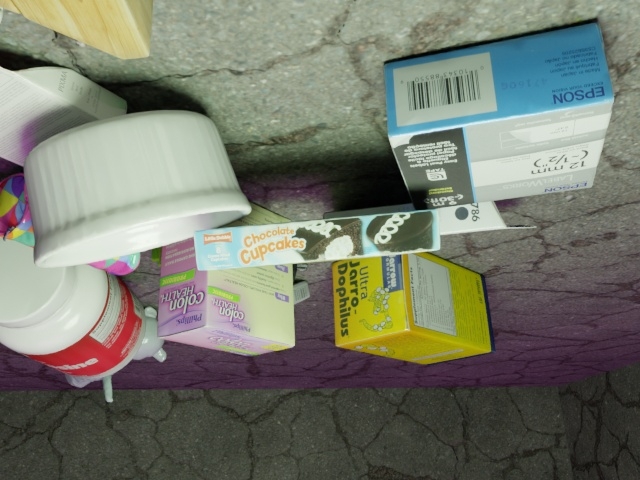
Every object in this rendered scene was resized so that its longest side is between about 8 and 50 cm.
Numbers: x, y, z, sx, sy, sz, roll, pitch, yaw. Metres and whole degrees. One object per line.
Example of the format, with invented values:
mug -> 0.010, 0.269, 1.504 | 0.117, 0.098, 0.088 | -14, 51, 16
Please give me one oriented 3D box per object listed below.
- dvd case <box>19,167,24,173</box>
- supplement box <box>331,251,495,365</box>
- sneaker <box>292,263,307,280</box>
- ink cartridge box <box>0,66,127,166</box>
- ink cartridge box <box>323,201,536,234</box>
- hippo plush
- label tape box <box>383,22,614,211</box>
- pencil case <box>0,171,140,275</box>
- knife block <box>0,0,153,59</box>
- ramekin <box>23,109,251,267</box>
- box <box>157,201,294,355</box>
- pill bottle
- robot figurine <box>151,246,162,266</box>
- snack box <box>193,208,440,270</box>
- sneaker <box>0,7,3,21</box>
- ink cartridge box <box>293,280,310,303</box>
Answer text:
dvd case -> -0.385, -0.046, 1.048 | 0.179, 0.030, 0.238 | -36, 145, 31
supplement box -> 0.214, 0.156, 1.473 | 0.195, 0.194, 0.356 | -21, 152, 38
sneaker -> -0.155, 0.077, 1.358 | 0.268, 0.101, 0.153 | -18, 154, 35
ink cartridge box -> -0.383, -0.169, 0.789 | 0.181, 0.056, 0.224 | -17, 149, 33
ink cartridge box -> 0.178, -0.035, 1.096 | 0.332, 0.065, 0.165 | -5, -179, 7
hippo plush -> -0.528, 0.236, 1.656 | 0.236, 0.234, 0.294 | -24, -168, -39
label tape box -> 0.240, -0.123, 0.885 | 0.249, 0.115, 0.348 | -8, 156, 14
pencil case -> -0.370, -0.019, 0.968 | 0.104, 0.104, 0.236 | -14, 157, 26
knife block -> -0.203, -0.274, 0.483 | 0.275, 0.088, 0.242 | 17, 152, -39
ramekin -> -0.239, -0.065, 0.841 | 0.277, 0.135, 0.277 | -15, 178, -1
box -> -0.157, 0.059, 1.121 | 0.117, 0.243, 0.213 | -18, 155, 33
pill bottle -> -0.505, 0.127, 1.271 | 0.229, 0.229, 0.408 | -3, 158, 1
robot figurine -> -0.265, 0.020, 1.246 | 0.115, 0.067, 0.101 | -10, 149, 16
snack box -> 0.000, 0.000, 0.933 | 0.321, 0.060, 0.187 | -5, 179, 4
sneaker -> -0.421, -0.216, 0.601 | 0.234, 0.094, 0.153 | 7, 158, -23
ink cartridge box -> -0.170, 0.150, 1.498 | 0.224, 0.045, 0.223 | -11, -178, 26
